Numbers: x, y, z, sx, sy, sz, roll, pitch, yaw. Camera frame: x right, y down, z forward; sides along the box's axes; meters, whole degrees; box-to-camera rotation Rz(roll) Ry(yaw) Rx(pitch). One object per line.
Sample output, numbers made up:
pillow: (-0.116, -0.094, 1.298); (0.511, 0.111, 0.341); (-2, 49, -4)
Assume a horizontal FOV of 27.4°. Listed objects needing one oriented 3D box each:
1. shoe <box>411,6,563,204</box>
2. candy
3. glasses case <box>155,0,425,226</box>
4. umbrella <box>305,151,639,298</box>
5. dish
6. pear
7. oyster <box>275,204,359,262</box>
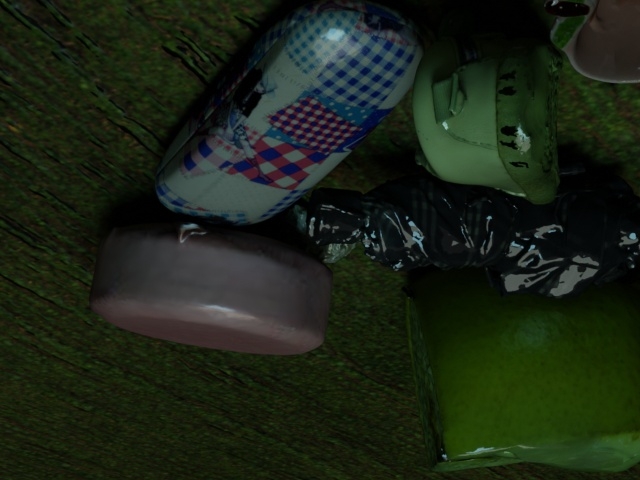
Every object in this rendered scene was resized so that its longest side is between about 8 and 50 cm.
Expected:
shoe: (0.142, -0.109, 1.049); (0.128, 0.140, 0.262); (15, -176, 9)
candy: (-0.110, 0.050, 1.315); (0.255, 0.094, 0.255); (8, 168, 2)
glasses case: (-0.033, -0.101, 1.132); (0.125, 0.076, 0.327); (11, 149, -29)
umbrella: (0.144, -0.011, 1.257); (0.336, 0.128, 0.154); (-3, 141, -9)
dish: (0.254, -0.211, 0.951); (0.213, 0.090, 0.213); (-4, 152, -2)
pear: (0.252, 0.135, 1.414); (0.318, 0.238, 0.342); (-6, 168, 0)
oyster: (0.000, -0.001, 1.357); (0.100, 0.037, 0.098); (11, 149, -24)
